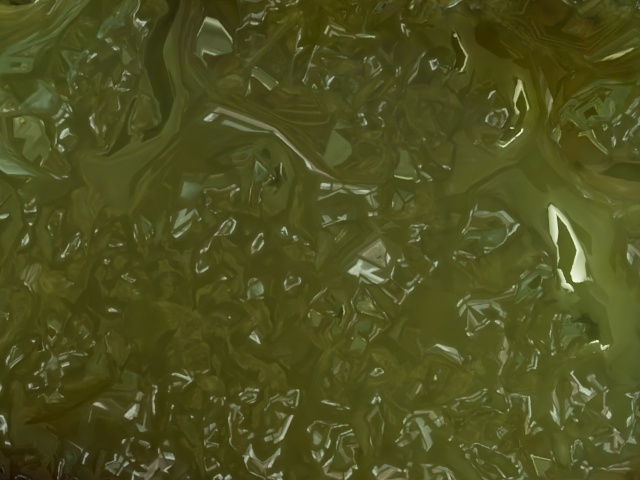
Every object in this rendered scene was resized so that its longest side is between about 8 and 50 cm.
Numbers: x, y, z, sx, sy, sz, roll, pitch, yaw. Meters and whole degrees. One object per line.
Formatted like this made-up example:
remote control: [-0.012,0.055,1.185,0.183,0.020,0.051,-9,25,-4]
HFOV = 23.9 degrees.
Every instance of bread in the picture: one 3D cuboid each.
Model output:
bread: [-0.003,0.000,0.403,0.251,0.174,0.133,9,175,23]
